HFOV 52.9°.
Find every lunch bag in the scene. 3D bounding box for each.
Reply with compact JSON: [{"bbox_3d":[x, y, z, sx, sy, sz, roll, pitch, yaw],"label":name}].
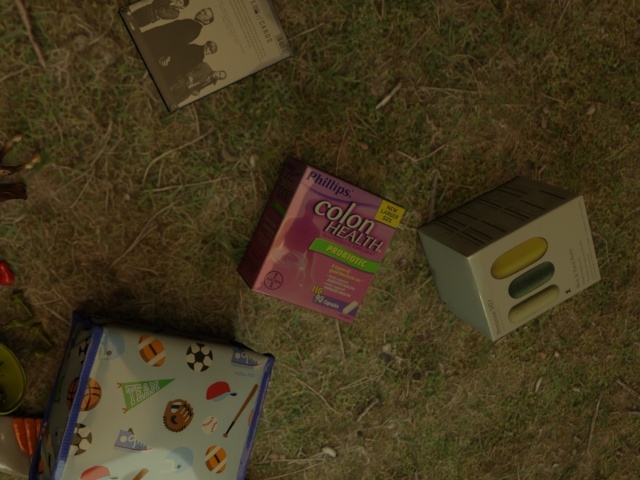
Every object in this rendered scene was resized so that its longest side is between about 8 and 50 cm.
[{"bbox_3d":[-0.299,0.341,1.090,0.328,0.239,0.385,15,83,-27],"label":"lunch bag"}]

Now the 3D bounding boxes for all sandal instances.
[{"bbox_3d":[-0.548,0.345,1.111,0.265,0.076,0.101,30,64,-36],"label":"sandal"}]

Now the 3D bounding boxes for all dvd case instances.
[{"bbox_3d":[-0.185,-0.345,1.073,0.239,0.029,0.179,-28,113,-11],"label":"dvd case"}]

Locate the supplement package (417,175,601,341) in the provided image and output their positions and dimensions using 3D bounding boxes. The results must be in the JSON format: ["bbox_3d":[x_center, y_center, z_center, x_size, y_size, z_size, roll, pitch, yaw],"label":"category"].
[{"bbox_3d":[0.376,0.028,1.295,0.263,0.198,0.199,-27,113,-11],"label":"supplement package"}]

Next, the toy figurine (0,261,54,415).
[{"bbox_3d":[-0.627,0.113,1.013,0.217,0.191,0.362,-12,120,15],"label":"toy figurine"}]

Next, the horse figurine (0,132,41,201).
[{"bbox_3d":[-0.544,-0.156,0.965,0.174,0.066,0.263,-33,114,-25],"label":"horse figurine"}]

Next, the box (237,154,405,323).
[{"bbox_3d":[0.000,0.000,1.193,0.214,0.117,0.242,22,96,-24],"label":"box"}]

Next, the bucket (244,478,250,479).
[{"bbox_3d":[-0.194,0.638,1.270,0.281,0.183,0.281,-5,107,-19],"label":"bucket"}]
